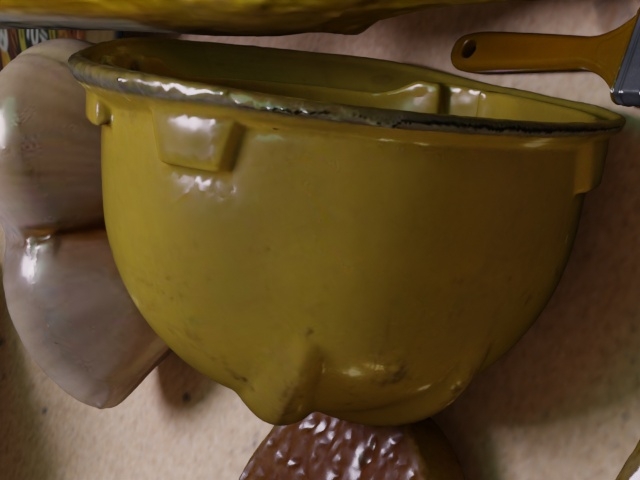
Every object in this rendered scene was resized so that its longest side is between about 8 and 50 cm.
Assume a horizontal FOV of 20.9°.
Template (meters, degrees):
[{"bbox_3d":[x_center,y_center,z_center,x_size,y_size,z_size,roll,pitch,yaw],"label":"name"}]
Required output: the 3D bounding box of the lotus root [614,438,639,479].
[{"bbox_3d":[0.119,0.155,0.505,0.110,0.097,0.258,13,90,60],"label":"lotus root"}]

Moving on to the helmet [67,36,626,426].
[{"bbox_3d":[0.000,0.000,0.670,0.257,0.205,0.140,-152,67,-72],"label":"helmet"}]

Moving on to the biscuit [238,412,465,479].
[{"bbox_3d":[0.015,0.165,0.669,0.180,0.039,0.236,-41,44,34],"label":"biscuit"}]

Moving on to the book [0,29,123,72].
[{"bbox_3d":[-0.164,-0.296,0.969,0.300,0.039,0.428,47,137,50],"label":"book"}]

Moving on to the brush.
[{"bbox_3d":[0.109,-0.074,0.697,0.170,0.014,0.043,9,76,54],"label":"brush"}]

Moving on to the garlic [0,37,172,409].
[{"bbox_3d":[-0.102,-0.012,0.821,0.099,0.124,0.174,2,118,54],"label":"garlic"}]

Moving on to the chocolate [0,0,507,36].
[{"bbox_3d":[-0.071,-0.160,0.748,0.446,0.162,0.162,10,79,28],"label":"chocolate"}]
